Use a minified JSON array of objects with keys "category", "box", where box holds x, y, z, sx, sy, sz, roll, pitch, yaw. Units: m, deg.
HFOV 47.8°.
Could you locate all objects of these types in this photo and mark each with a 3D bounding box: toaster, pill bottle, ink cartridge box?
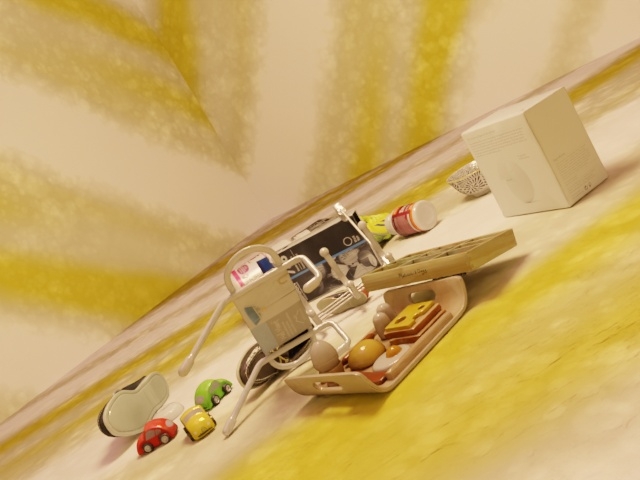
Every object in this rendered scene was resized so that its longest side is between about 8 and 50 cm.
[{"category":"toaster","box":[0.000,0.000,2.452,0.185,0.110,0.168,-34,9,-17]},{"category":"pill bottle","box":[-0.124,0.097,2.171,0.283,0.160,0.160,-32,9,-10]},{"category":"ink cartridge box","box":[-0.010,0.063,1.965,0.332,0.165,0.065,-28,10,19]},{"category":"pill bottle","box":[0.250,-0.059,2.033,0.086,0.086,0.152,-37,11,-32]}]

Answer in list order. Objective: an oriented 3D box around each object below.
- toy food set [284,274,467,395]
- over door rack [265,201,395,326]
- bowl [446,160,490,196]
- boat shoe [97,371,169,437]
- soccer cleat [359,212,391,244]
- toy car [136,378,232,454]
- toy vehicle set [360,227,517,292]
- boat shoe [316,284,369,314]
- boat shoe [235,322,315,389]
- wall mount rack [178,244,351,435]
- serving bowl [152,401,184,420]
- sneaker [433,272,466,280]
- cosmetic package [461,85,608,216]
[{"category":"toy food set","box":[0.099,0.165,1.286,0.306,0.092,0.219,-38,11,-36]},{"category":"over door rack","box":[0.010,0.037,1.725,0.239,0.108,0.324,-35,36,-4]},{"category":"bowl","box":[0.448,-0.175,2.036,0.170,0.080,0.170,-31,9,6]},{"category":"boat shoe","box":[-0.468,0.413,1.764,0.091,0.114,0.302,-28,-2,14]},{"category":"soccer cleat","box":[0.148,-0.039,2.141,0.093,0.121,0.289,-26,10,32]},{"category":"toy car","box":[-0.276,0.361,1.565,0.239,0.053,0.225,-24,12,37]},{"category":"toy vehicle set","box":[0.229,0.041,1.418,0.267,0.035,0.166,-17,4,45]},{"category":"boat shoe","box":[0.054,0.138,1.710,0.137,0.049,0.043,-19,27,28]},{"category":"boat shoe","box":[-0.093,0.238,1.551,0.068,0.081,0.227,-29,6,39]},{"category":"wall mount rack","box":[-0.110,0.190,1.359,0.304,0.350,0.130,-31,42,-10]},{"category":"serving bowl","box":[-0.362,0.404,1.693,0.083,0.027,0.083,-30,10,6]},{"category":"sneaker","box":[0.268,0.064,1.479,0.069,0.038,0.098,-30,17,-11]},{"category":"cosmetic package","box":[0.467,-0.190,1.595,0.138,0.225,0.224,-35,10,-22]}]
